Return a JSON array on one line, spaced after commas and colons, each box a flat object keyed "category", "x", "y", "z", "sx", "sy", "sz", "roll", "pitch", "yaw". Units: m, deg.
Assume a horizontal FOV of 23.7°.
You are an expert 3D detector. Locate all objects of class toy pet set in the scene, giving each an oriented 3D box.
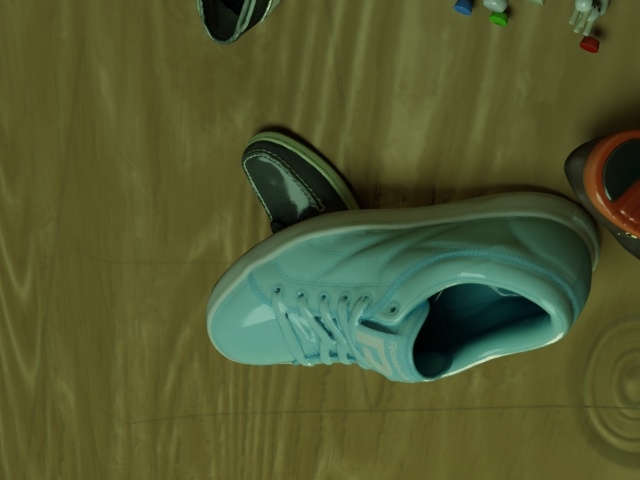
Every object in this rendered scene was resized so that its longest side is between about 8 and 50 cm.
[{"category": "toy pet set", "x": 0.154, "y": -0.203, "z": 1.126, "sx": 0.122, "sy": 0.065, "sz": 0.114, "roll": 21, "pitch": 173, "yaw": 22}]

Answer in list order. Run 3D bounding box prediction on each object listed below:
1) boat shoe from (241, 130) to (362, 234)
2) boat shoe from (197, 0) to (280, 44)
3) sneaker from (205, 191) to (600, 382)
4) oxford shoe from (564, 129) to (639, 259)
[{"category": "boat shoe", "x": 0.000, "y": 0.001, "z": 1.403, "sx": 0.080, "sy": 0.073, "sz": 0.223, "roll": -18, "pitch": 117, "yaw": 44}, {"category": "boat shoe", "x": -0.063, "y": -0.252, "z": 1.206, "sx": 0.078, "sy": 0.070, "sz": 0.219, "roll": 21, "pitch": 138, "yaw": 18}, {"category": "sneaker", "x": 0.051, "y": 0.057, "z": 1.293, "sx": 0.366, "sy": 0.150, "sz": 0.135, "roll": -17, "pitch": 117, "yaw": 24}, {"category": "oxford shoe", "x": 0.308, "y": 0.003, "z": 1.196, "sx": 0.271, "sy": 0.097, "sz": 0.098, "roll": 39, "pitch": 174, "yaw": -13}]
